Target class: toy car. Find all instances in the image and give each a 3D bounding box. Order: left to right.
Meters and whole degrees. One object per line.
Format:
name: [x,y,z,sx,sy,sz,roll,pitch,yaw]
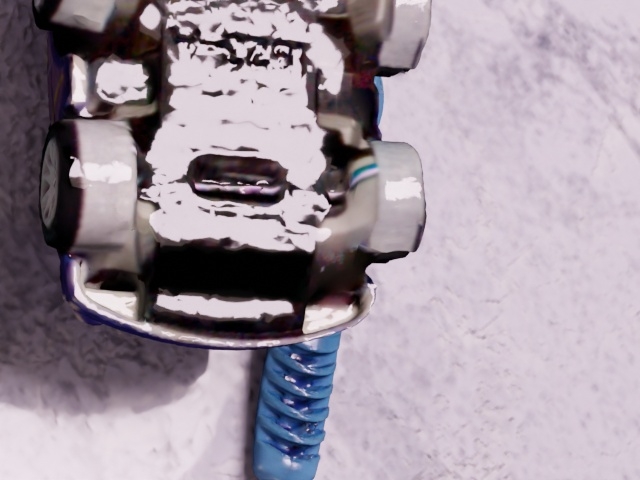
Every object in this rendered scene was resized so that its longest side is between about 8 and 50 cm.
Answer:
toy car: [-0.055,-0.059,0.889,0.172,0.158,0.235,5,76,-17]

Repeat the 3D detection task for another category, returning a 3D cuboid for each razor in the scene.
razor: [0.000,0.000,0.964,0.082,0.042,0.253,16,73,-19]
